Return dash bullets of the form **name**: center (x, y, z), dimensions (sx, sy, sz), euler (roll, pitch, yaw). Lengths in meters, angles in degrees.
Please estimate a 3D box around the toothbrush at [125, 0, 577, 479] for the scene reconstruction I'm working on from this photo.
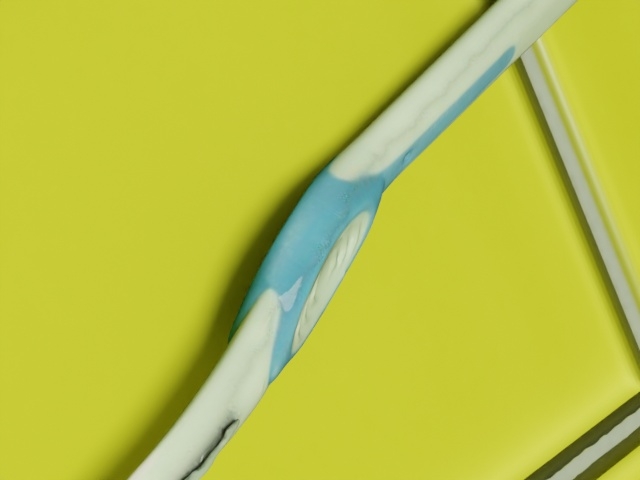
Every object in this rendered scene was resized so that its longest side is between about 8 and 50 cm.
- **toothbrush**: center (0.004, 0.002, 0.462), dimensions (0.386, 0.040, 0.040), euler (-45, 109, -33)
